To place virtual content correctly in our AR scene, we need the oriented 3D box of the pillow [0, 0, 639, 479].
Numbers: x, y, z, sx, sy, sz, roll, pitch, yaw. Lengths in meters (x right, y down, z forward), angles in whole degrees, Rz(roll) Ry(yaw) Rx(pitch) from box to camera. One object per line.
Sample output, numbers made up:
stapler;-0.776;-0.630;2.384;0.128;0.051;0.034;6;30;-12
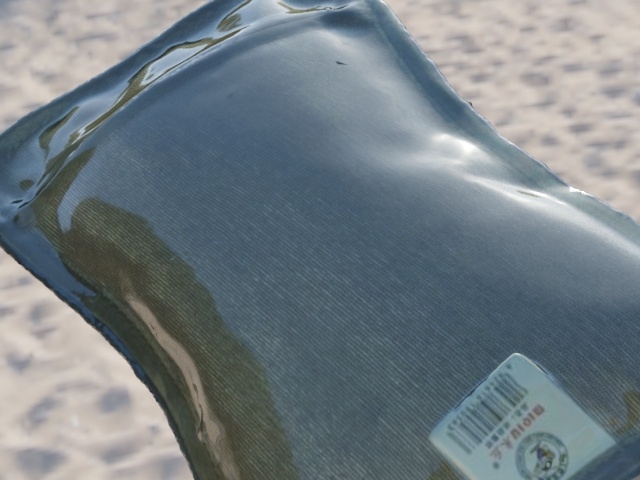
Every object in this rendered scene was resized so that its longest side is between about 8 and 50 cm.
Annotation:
pillow;0.000;0.000;0.399;0.130;0.033;0.217;-33;45;-12
